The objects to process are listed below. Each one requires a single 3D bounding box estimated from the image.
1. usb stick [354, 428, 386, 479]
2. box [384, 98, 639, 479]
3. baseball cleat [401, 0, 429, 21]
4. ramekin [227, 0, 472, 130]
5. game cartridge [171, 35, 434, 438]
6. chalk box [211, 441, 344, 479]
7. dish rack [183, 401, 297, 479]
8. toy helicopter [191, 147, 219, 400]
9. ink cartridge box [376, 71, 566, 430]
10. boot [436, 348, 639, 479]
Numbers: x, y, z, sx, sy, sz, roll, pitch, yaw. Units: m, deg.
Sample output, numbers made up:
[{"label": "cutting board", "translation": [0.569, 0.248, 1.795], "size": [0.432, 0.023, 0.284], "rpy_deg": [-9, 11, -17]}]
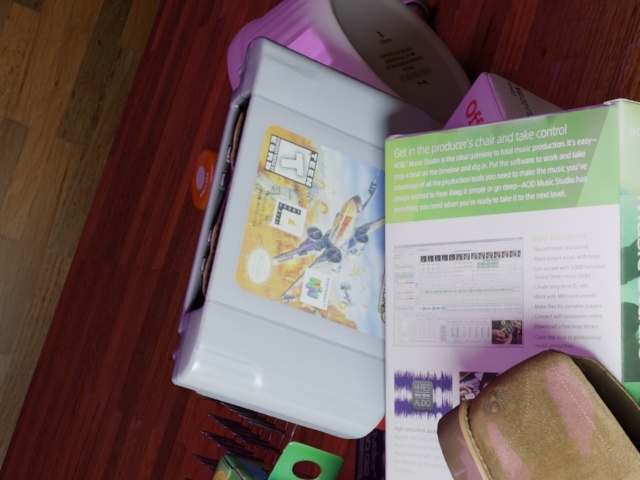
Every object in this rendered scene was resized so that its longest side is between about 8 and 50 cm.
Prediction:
[{"label": "usb stick", "translation": [0.065, 0.183, 1.282], "size": [0.077, 0.045, 0.278], "rpy_deg": [-36, 39, 44]}, {"label": "box", "translation": [0.145, 0.070, 0.972], "size": [0.232, 0.058, 0.322], "rpy_deg": [-4, 86, 48]}, {"label": "baseball cleat", "translation": [0.102, -0.245, 1.539], "size": [0.109, 0.072, 0.206], "rpy_deg": [-63, 25, -2]}, {"label": "ramekin", "translation": [0.045, -0.155, 1.352], "size": [0.127, 0.273, 0.273], "rpy_deg": [-43, 32, 29]}, {"label": "game cartridge", "translation": [0.000, 0.000, 1.072], "size": [0.062, 0.198, 0.297], "rpy_deg": [-26, 49, 60]}, {"label": "chalk box", "translation": [-0.047, 0.303, 1.327], "size": [0.213, 0.132, 0.132], "rpy_deg": [-67, 21, 3]}, {"label": "dish rack", "translation": [-0.093, 0.238, 1.573], "size": [0.208, 0.074, 0.271], "rpy_deg": [12, 82, 68]}, {"label": "toy helicopter", "translation": [-0.100, 0.064, 1.726], "size": [0.235, 0.140, 0.355], "rpy_deg": [52, 130, 55]}, {"label": "ink cartridge box", "translation": [0.136, 0.020, 1.159], "size": [0.273, 0.114, 0.197], "rpy_deg": [-57, 25, 30]}, {"label": "boot", "translation": [0.185, 0.202, 0.808], "size": [0.115, 0.112, 0.305], "rpy_deg": [-42, 56, 23]}]
